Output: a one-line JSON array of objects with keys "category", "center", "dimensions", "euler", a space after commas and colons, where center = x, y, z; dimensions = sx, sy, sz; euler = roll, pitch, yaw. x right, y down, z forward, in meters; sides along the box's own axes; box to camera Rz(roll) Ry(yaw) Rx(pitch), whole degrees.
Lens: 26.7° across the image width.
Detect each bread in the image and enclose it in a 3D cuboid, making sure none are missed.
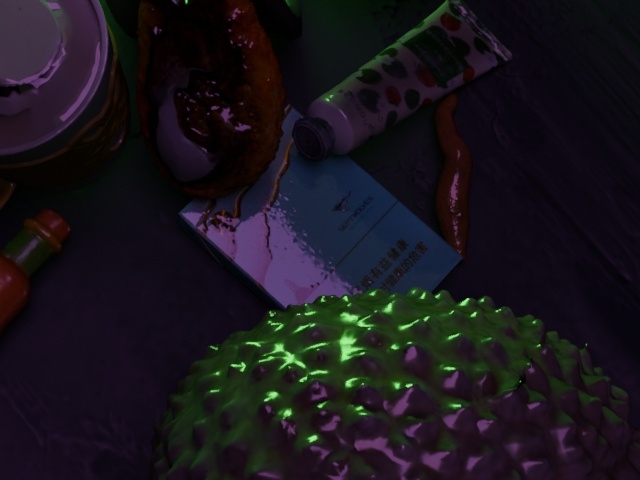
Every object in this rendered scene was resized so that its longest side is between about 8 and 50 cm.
[{"category": "bread", "center": [-0.104, -0.159, 1.199], "dimensions": [0.139, 0.095, 0.269], "euler": [-3, 115, 12]}]

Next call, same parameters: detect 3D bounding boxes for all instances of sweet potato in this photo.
[{"category": "sweet potato", "center": [0.132, -0.067, 1.334], "dimensions": [0.044, 0.044, 0.179], "euler": [0, 75, -9]}]

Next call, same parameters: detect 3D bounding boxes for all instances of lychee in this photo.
[{"category": "lychee", "center": [0.053, 0.222, 1.066], "dimensions": [0.432, 0.380, 0.380], "euler": [-18, 76, -14]}]

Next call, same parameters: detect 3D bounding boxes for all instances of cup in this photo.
[{"category": "cup", "center": [-0.271, -0.113, 1.187], "dimensions": [0.185, 0.226, 0.241], "euler": [24, 82, 8]}]

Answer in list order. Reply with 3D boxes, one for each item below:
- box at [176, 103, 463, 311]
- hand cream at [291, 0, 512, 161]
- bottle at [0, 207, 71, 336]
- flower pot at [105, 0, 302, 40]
[{"category": "box", "center": [-0.001, 0.000, 1.294], "dimensions": [0.229, 0.041, 0.162], "euler": [41, 72, 5]}, {"category": "hand cream", "center": [0.080, -0.158, 1.333], "dimensions": [0.276, 0.059, 0.095], "euler": [-37, 81, -34]}, {"category": "bottle", "center": [-0.298, 0.046, 1.222], "dimensions": [0.069, 0.069, 0.187], "euler": [38, 70, 4]}, {"category": "flower pot", "center": [-0.135, -0.295, 1.282], "dimensions": [0.166, 0.269, 0.269], "euler": [-17, 75, 8]}]
